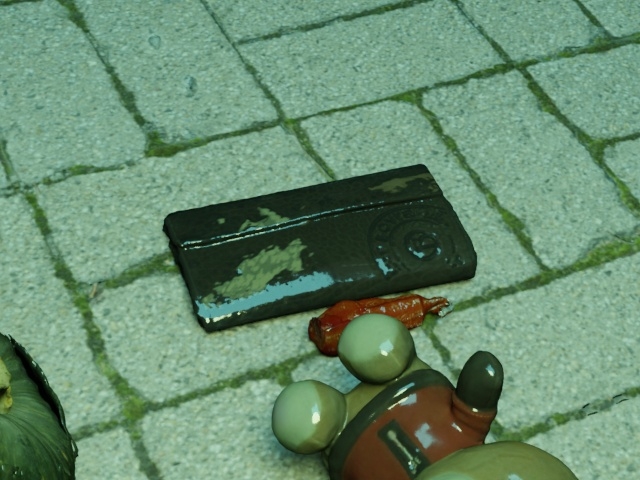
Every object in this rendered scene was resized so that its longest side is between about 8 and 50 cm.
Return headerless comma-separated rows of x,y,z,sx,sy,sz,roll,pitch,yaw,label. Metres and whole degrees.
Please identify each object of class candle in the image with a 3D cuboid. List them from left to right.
0.068,0.079,1.269,0.162,0.048,0.053,-13,81,-22,candle

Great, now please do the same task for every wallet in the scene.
0.000,0.000,1.333,0.321,0.044,0.170,-10,52,-17,wallet

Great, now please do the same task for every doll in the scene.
0.104,0.227,1.071,0.235,0.174,0.330,-41,57,-2,doll

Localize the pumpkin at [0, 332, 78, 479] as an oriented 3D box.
-0.343,0.180,0.969,0.327,0.257,0.291,48,14,20,pumpkin
